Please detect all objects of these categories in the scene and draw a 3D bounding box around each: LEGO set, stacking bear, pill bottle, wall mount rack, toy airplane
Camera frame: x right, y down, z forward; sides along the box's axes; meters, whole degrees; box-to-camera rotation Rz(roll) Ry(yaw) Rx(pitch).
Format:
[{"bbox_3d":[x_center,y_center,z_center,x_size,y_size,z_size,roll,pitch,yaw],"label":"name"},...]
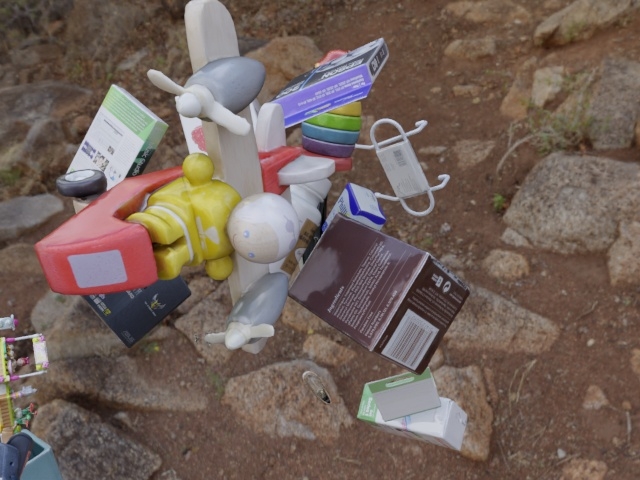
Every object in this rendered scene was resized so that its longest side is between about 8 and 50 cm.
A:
[{"bbox_3d":[-0.367,0.316,1.747,0.083,0.023,0.054,14,67,-20],"label":"LEGO set"},{"bbox_3d":[0.029,-0.334,1.365,0.165,0.288,0.175,6,20,-13],"label":"stacking bear"},{"bbox_3d":[-0.073,-0.039,1.105,0.131,0.131,0.229,24,83,31],"label":"pill bottle"},{"bbox_3d":[0.245,-0.244,1.783,0.304,0.349,0.130,-13,24,36],"label":"wall mount rack"},{"bbox_3d":[-0.635,0.301,1.148,0.107,0.286,0.132,-8,2,-30],"label":"LEGO set"},{"bbox_3d":[-0.113,-0.047,0.722,0.273,0.386,0.384,23,82,42],"label":"toy airplane"}]

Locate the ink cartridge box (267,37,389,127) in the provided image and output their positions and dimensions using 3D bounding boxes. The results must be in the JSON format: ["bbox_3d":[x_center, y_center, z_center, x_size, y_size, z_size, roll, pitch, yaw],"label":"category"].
[{"bbox_3d":[0.009,-0.280,0.977,0.207,0.045,0.208,-15,30,28],"label":"ink cartridge box"}]

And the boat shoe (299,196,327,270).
[{"bbox_3d":[0.001,-0.002,1.423,0.113,0.339,0.127,-3,24,12],"label":"boat shoe"}]

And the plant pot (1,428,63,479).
[{"bbox_3d":[-0.732,0.642,1.269,0.247,0.252,0.248,-7,18,48],"label":"plant pot"}]

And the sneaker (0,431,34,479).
[{"bbox_3d":[-0.457,0.359,0.750,0.148,0.131,0.349,-25,84,-39],"label":"sneaker"}]

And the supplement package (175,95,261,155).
[{"bbox_3d":[-0.206,-0.208,1.286,0.178,0.175,0.292,-19,75,3],"label":"supplement package"}]

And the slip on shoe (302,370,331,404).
[{"bbox_3d":[-0.009,0.499,1.816,0.051,0.135,0.041,-34,5,-12],"label":"slip on shoe"}]

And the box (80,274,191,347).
[{"bbox_3d":[-0.401,0.090,1.140,0.059,0.232,0.183,25,57,39],"label":"box"}]

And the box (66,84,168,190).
[{"bbox_3d":[-0.610,-0.268,1.605,0.232,0.321,0.058,40,15,25],"label":"box"}]

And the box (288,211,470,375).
[{"bbox_3d":[0.094,0.085,0.879,0.203,0.168,0.167,28,86,43],"label":"box"}]

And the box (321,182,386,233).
[{"bbox_3d":[0.070,-0.037,1.199,0.072,0.137,0.126,20,28,-22],"label":"box"}]

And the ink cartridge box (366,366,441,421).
[{"bbox_3d":[0.225,0.401,1.460,0.171,0.235,0.056,-17,43,7],"label":"ink cartridge box"}]

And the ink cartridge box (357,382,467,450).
[{"bbox_3d":[0.286,0.544,1.664,0.278,0.201,0.117,3,63,32],"label":"ink cartridge box"}]
